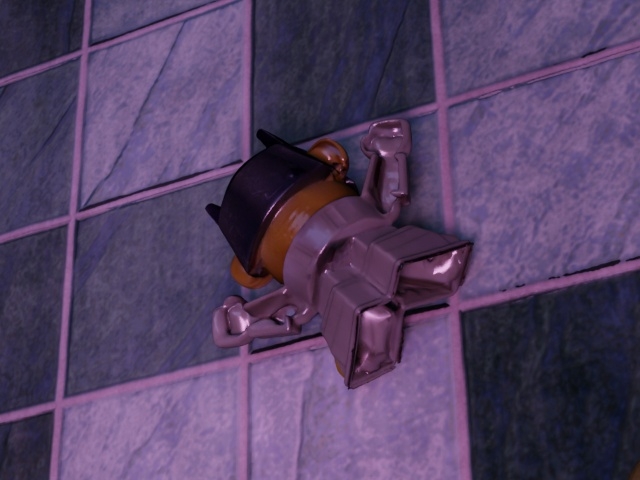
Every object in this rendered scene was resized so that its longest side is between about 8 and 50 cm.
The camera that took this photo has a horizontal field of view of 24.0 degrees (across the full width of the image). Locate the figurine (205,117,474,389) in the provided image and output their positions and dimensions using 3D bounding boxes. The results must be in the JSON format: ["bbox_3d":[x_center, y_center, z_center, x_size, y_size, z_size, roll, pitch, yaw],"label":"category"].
[{"bbox_3d":[0.002,-0.003,1.575,0.308,0.143,0.308,-6,55,8],"label":"figurine"}]

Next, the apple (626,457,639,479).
[{"bbox_3d":[0.408,0.248,1.197,0.320,0.311,0.360,23,85,-4],"label":"apple"}]
